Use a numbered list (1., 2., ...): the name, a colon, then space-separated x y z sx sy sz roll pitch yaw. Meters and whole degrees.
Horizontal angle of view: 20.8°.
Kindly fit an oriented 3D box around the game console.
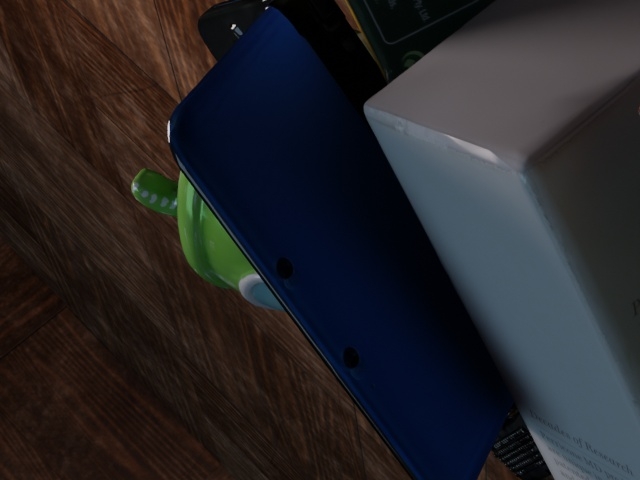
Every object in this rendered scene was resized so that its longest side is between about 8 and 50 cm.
1. game console: 0.000 0.000 1.111 0.293 0.173 0.250 55 160 -16

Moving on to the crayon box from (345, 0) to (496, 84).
1. crayon box: 0.011 -0.251 1.094 0.203 0.083 0.323 60 -175 -31

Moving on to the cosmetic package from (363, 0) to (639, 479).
1. cosmetic package: 0.236 0.048 1.039 0.161 0.230 0.453 28 152 54

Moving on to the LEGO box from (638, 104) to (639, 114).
1. LEGO box: 0.350 0.093 0.631 0.372 0.193 0.500 133 117 -74

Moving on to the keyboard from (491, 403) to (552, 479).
1. keyboard: 0.202 0.216 1.834 0.100 0.038 0.192 49 163 6

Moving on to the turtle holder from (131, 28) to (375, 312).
1. turtle holder: 0.021 -0.029 1.406 0.227 0.243 0.320 25 153 23
